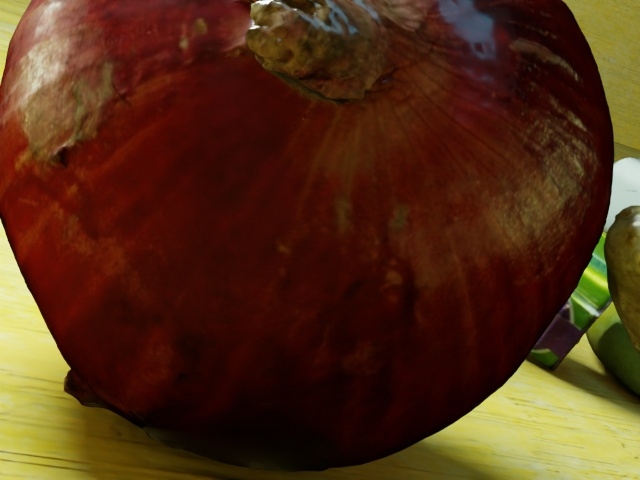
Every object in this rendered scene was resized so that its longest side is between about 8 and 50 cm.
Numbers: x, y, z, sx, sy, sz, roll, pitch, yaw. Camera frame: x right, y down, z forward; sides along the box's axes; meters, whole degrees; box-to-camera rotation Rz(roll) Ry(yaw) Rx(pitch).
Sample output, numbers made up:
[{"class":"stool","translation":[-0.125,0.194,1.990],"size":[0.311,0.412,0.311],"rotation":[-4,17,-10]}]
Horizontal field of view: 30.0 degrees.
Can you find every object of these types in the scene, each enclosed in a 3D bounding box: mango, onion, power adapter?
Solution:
[{"class":"mango","translation":[0.319,0.099,1.127],"size":[0.130,0.091,0.194],"rotation":[17,24,-24]},{"class":"onion","translation":[-0.021,-0.029,0.675],"size":[0.341,0.341,0.341],"rotation":[20,14,-5]},{"class":"power adapter","translation":[0.528,-0.007,1.700],"size":[0.187,0.124,0.255],"rotation":[23,11,-26]}]

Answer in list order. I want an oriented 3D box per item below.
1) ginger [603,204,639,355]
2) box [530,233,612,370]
[{"class":"ginger","translation":[0.288,0.188,0.657],"size":[0.348,0.122,0.363],"rotation":[40,18,-48]},{"class":"box","translation":[0.114,-0.040,1.079],"size":[0.345,0.134,0.097],"rotation":[39,53,12]}]
